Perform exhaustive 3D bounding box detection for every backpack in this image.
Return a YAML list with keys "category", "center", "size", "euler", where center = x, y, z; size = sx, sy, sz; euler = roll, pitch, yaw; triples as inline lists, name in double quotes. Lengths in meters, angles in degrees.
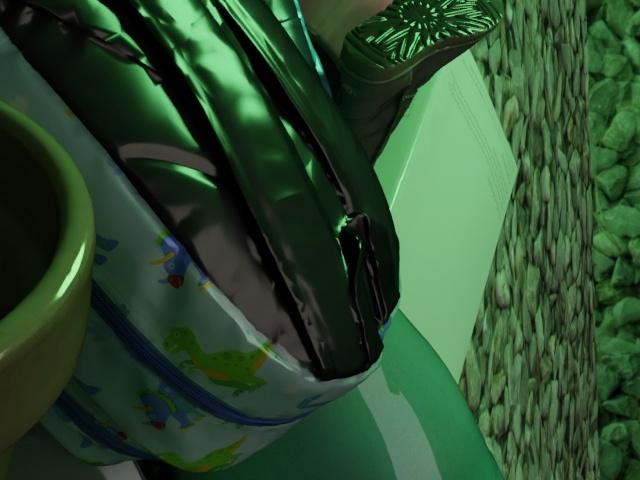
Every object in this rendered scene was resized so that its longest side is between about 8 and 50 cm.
- category: "backpack"
  center: [-0.106, -0.043, 0.819]
  size: [0.355, 0.273, 0.290]
  euler: [40, 26, -3]

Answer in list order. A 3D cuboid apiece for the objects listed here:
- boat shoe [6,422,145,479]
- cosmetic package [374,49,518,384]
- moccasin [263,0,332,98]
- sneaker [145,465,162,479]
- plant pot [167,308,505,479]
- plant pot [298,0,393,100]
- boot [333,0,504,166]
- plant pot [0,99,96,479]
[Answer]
- category: "boat shoe"
  center: [-0.128, 0.245, 0.983]
  size: [0.156, 0.135, 0.367]
  euler: [-55, 142, -56]
- category: "cosmetic package"
  center: [0.062, -0.012, 1.420]
  size: [0.217, 0.156, 0.385]
  euler: [63, 35, -34]
- category: "moccasin"
  center: [-0.085, -0.154, 1.139]
  size: [0.116, 0.137, 0.342]
  euler: [-3, 74, -46]
- category: "sneaker"
  center: [-0.136, 0.191, 1.105]
  size: [0.069, 0.038, 0.098]
  euler: [-63, 156, -53]
- category: "plant pot"
  center: [-0.005, 0.152, 1.156]
  size: [0.255, 0.271, 0.272]
  euler: [70, 27, -20]
- category: "plant pot"
  center: [0.011, -0.212, 1.305]
  size: [0.180, 0.201, 0.201]
  euler: [-56, 144, -31]
- category: "boot"
  center: [0.054, -0.109, 1.220]
  size: [0.189, 0.076, 0.208]
  euler: [-26, 149, -33]
- category: "plant pot"
  center: [-0.229, 0.081, 0.606]
  size: [0.263, 0.263, 0.229]
  euler: [-57, 159, -55]
